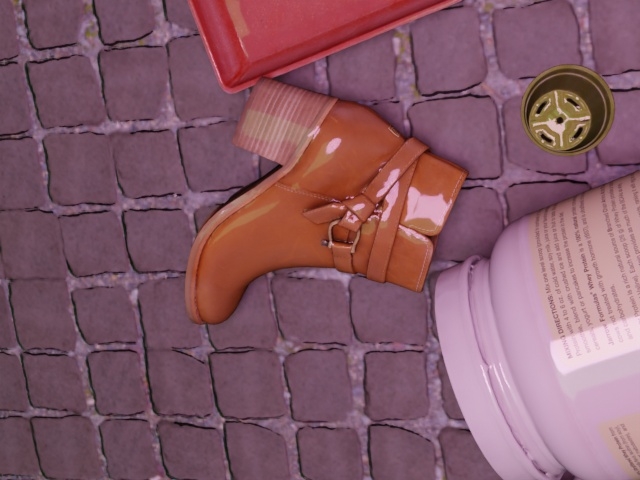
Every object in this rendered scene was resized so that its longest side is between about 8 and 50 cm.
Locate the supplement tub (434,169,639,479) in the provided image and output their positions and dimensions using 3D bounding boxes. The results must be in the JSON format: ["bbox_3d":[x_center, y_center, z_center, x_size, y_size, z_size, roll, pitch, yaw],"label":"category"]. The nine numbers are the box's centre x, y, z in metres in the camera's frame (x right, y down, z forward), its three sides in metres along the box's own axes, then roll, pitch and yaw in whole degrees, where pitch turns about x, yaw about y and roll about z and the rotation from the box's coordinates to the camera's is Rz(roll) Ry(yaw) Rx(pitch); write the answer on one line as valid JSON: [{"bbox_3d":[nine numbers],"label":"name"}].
[{"bbox_3d":[0.280,0.059,0.770,0.324,0.235,0.235,-23,95,23],"label":"supplement tub"}]

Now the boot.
[{"bbox_3d":[0.000,0.000,0.937,0.220,0.109,0.283,24,110,3],"label":"boot"}]

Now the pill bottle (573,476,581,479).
[{"bbox_3d":[0.316,0.272,0.852,0.283,0.160,0.160,-13,99,21],"label":"pill bottle"}]

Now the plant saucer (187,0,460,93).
[{"bbox_3d":[-0.019,-0.300,0.885,0.258,0.048,0.259,-18,98,22],"label":"plant saucer"}]

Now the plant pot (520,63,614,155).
[{"bbox_3d":[0.212,-0.109,0.836,0.083,0.079,0.083,5,105,17],"label":"plant pot"}]
